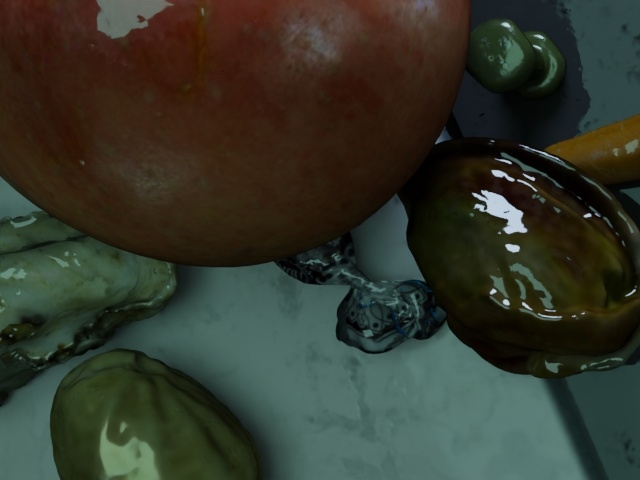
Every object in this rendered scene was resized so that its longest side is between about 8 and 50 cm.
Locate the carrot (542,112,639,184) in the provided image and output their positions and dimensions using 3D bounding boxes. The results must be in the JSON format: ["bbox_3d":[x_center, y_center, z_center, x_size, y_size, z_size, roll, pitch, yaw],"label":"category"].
[{"bbox_3d":[0.270,-0.080,1.006,0.336,0.069,0.069,-17,82,21],"label":"carrot"}]

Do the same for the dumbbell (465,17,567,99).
[{"bbox_3d":[0.139,-0.127,1.025,0.046,0.118,0.052,-44,76,18],"label":"dumbbell"}]

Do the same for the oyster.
[{"bbox_3d":[-0.275,0.068,1.173,0.341,0.110,0.166,-37,81,12],"label":"oyster"}]

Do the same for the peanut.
[{"bbox_3d":[-0.094,0.217,1.085,0.147,0.147,0.305,-32,78,16],"label":"peanut"}]

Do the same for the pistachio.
[{"bbox_3d":[0.134,0.013,1.016,0.210,0.130,0.165,41,118,20],"label":"pistachio"}]

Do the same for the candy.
[{"bbox_3d":[0.000,0.000,1.108,0.226,0.051,0.094,42,81,17],"label":"candy"}]

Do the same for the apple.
[{"bbox_3d":[-0.072,-0.150,0.964,0.364,0.364,0.364,-1,87,20],"label":"apple"}]
